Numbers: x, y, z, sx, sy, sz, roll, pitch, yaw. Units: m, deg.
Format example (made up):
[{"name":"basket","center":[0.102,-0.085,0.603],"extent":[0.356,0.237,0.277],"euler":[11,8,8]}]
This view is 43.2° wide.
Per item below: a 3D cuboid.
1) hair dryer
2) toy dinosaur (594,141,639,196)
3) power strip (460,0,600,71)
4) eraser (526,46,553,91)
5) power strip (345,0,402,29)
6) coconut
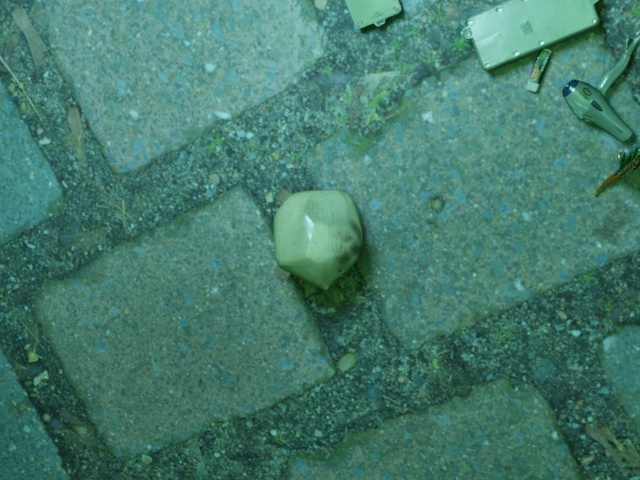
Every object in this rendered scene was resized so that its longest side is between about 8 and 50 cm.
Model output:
[{"name":"hair dryer","center":[0.607,-0.299,1.631],"extent":[0.199,0.067,0.167],"euler":[-38,103,4]},{"name":"toy dinosaur","center":[0.621,-0.153,1.625],"extent":[0.044,0.106,0.187],"euler":[43,109,-1]},{"name":"power strip","center":[0.421,-0.436,1.620],"extent":[0.270,0.046,0.118],"euler":[-20,93,17]},{"name":"eraser","center":[0.449,-0.355,1.656],"extent":[0.027,0.019,0.099],"euler":[20,109,7]},{"name":"power strip","center":[0.059,-0.613,1.638],"extent":[0.106,0.043,0.367],"euler":[-18,108,16]},{"name":"coconut","center":[0.000,0.000,1.760],"extent":[0.224,0.224,0.224],"euler":[3,105,12]}]
